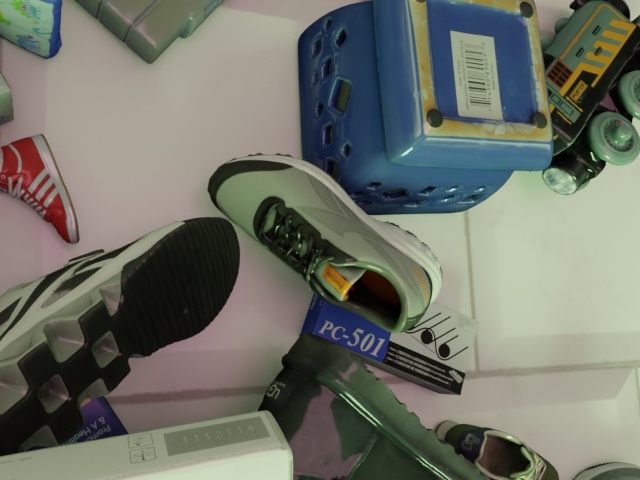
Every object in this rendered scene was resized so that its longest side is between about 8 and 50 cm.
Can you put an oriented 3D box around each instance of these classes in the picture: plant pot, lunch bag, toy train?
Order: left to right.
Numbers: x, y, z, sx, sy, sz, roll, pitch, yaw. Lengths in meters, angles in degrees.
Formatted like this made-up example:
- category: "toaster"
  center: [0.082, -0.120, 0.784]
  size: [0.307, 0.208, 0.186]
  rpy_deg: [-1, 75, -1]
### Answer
- category: "lunch bag"
  center: [-0.308, -0.257, 0.612]
  size: [0.151, 0.129, 0.096]
  rpy_deg: [46, 68, -10]
- category: "plant pot"
  center: [0.122, -0.162, 0.739]
  size: [0.236, 0.212, 0.235]
  rpy_deg: [0, 81, -25]
- category: "toy train"
  center: [0.380, -0.218, 0.909]
  size: [0.190, 0.142, 0.334]
  rpy_deg: [41, 68, -2]

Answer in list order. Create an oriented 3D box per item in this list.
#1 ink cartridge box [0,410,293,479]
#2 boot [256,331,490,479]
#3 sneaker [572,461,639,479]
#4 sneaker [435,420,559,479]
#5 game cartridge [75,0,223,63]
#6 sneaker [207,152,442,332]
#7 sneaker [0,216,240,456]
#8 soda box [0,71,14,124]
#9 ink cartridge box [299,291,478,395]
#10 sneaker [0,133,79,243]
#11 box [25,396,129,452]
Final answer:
- category: "ink cartridge box"
  center: [-0.168, 0.279, 0.471]
  size: [0.296, 0.066, 0.261]
  rpy_deg: [-5, 104, -19]
- category: "boot"
  center: [-0.024, 0.374, 0.623]
  size: [0.367, 0.146, 0.445]
  rpy_deg: [44, 68, -15]
- category: "sneaker"
  center: [0.351, 0.361, 0.771]
  size: [0.296, 0.178, 0.123]
  rpy_deg: [-19, 89, -25]
- category: "sneaker"
  center: [0.236, 0.278, 0.785]
  size: [0.192, 0.086, 0.064]
  rpy_deg: [28, 71, -17]
- category: "game cartridge"
  center: [-0.165, -0.394, 0.737]
  size: [0.230, 0.068, 0.355]
  rpy_deg: [42, 68, -16]
- category: "sneaker"
  center: [0.000, 0.000, 0.666]
  size: [0.272, 0.100, 0.108]
  rpy_deg: [30, 33, 4]
- category: "sneaker"
  center: [-0.214, 0.059, 0.609]
  size: [0.330, 0.146, 0.122]
  rpy_deg: [-37, 129, -47]
- category: "soda box"
  center: [-0.426, -0.102, 0.555]
  size: [0.286, 0.091, 0.098]
  rpy_deg: [-31, 95, -24]
- category: "ink cartridge box"
  center: [0.086, 0.106, 0.770]
  size: [0.207, 0.046, 0.097]
  rpy_deg: [25, 71, -17]
- category: "sneaker"
  center: [-0.287, -0.043, 0.633]
  size: [0.067, 0.042, 0.118]
  rpy_deg: [-21, 83, -29]
- category: "box"
  center: [-0.227, 0.254, 0.616]
  size: [0.136, 0.036, 0.225]
  rpy_deg: [-34, 97, -25]
